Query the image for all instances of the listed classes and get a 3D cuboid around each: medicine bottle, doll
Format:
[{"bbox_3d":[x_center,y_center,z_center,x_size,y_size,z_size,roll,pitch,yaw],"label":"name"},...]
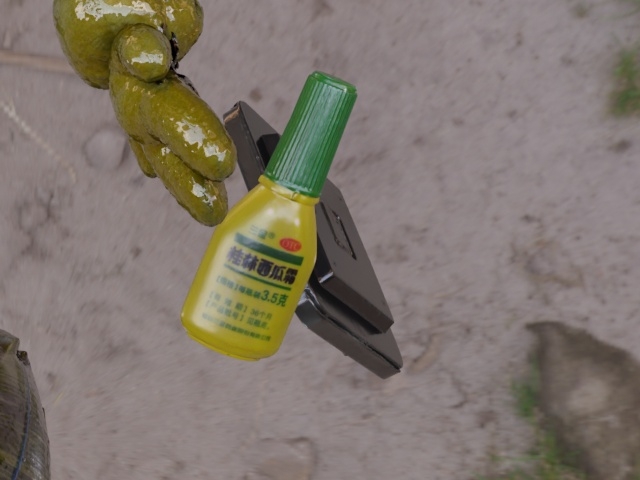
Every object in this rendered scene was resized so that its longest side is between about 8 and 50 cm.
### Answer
[{"bbox_3d":[-0.037,-0.022,1.380,0.095,0.064,0.260,21,100,-10],"label":"medicine bottle"},{"bbox_3d":[-0.103,-0.107,1.042,0.097,0.137,0.209,-28,66,-13],"label":"doll"}]

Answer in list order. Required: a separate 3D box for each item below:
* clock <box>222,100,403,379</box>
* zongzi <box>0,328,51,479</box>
[{"bbox_3d":[0.001,0.000,1.742,0.049,0.273,0.279,-28,63,13],"label":"clock"},{"bbox_3d":[-0.431,0.181,1.621,0.208,0.432,0.403,-20,46,11],"label":"zongzi"}]
